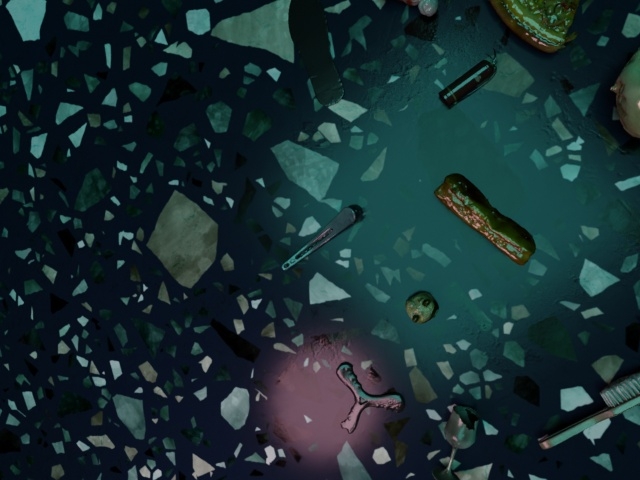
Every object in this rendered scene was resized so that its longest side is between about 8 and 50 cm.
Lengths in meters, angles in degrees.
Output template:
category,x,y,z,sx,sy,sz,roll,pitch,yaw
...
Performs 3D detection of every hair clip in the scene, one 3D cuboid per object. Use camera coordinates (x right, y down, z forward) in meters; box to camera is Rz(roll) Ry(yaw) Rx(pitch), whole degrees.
category,x,y,z,sx,sy,sz,roll,pitch,yaw
hair clip,0.000,0.000,1.213,0.275,0.083,0.048,-41,89,22

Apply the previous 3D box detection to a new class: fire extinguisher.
category,x,y,z,sx,sy,sz,roll,pitch,yaw
fire extinguisher,0.370,-0.395,1.086,0.158,0.043,0.064,-34,115,15

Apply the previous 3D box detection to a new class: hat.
category,x,y,z,sx,sy,sz,roll,pitch,yaw
hat,0.262,0.179,1.154,0.077,0.059,0.076,-39,79,19
hat,0.223,-0.620,1.089,0.162,0.112,0.093,28,129,1

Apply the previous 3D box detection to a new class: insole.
category,x,y,z,sx,sy,sz,roll,pitch,yaw
insole,-0.014,-0.521,1.197,0.109,0.007,0.322,-19,90,17

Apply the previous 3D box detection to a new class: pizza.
category,x,y,z,sx,sy,sz,roll,pitch,yaw
pizza,0.544,-0.568,1.012,0.288,0.074,0.251,-15,93,17

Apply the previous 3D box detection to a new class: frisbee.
category,x,y,z,sx,sy,sz,roll,pitch,yaw
frisbee,0.115,0.465,1.239,0.211,0.012,0.187,25,101,11

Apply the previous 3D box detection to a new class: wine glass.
category,x,y,z,sx,sy,sz,roll,pitch,yaw
wine glass,0.353,0.532,1.147,0.079,0.079,0.195,15,99,13

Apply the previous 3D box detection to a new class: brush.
category,x,y,z,sx,sy,sz,roll,pitch,yaw
brush,0.666,0.404,1.064,0.327,0.070,0.065,-38,66,16

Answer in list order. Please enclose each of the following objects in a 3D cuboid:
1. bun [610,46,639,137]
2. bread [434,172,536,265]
category,x,y,z,sx,sy,sz,roll,pitch,yaw
bun,0.736,-0.328,0.948,0.229,0.145,0.229,-5,106,-17
bread,0.396,-0.055,1.059,0.271,0.139,0.077,44,114,10
